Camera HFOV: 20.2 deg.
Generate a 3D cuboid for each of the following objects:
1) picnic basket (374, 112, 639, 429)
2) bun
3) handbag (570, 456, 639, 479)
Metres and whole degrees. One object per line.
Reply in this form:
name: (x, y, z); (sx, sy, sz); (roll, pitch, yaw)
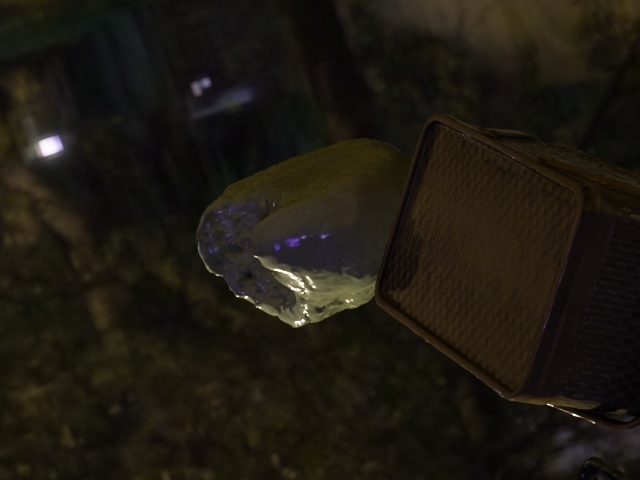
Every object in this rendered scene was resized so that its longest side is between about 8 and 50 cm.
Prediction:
picnic basket: (0.167, 0.019, 1.309); (0.139, 0.165, 0.266); (11, -169, -27)
bun: (0.000, 0.000, 1.525); (0.204, 0.126, 0.212); (-22, -166, 6)
handbag: (0.328, 0.411, 1.467); (0.317, 0.416, 0.180); (-61, -161, -2)
